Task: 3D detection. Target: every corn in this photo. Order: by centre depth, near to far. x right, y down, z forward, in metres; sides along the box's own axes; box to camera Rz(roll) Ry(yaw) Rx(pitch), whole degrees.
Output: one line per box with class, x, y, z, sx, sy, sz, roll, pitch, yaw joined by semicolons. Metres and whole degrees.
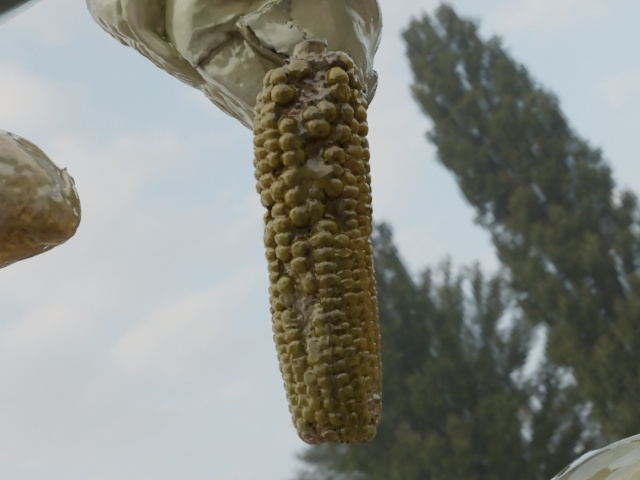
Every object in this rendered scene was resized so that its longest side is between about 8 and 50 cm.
corn;0.000;0.000;1.091;0.097;0.319;0.097;-5;-5;0

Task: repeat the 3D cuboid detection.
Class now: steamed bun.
steamed bun;-0.060;-0.247;1.461;0.237;0.394;0.347;-56;-35;2

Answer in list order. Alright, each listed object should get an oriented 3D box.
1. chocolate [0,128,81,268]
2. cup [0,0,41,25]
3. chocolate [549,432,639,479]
chocolate;-0.358;-0.034;1.207;0.309;0.134;0.134;-1;-19;13
cup;-0.193;-0.170;0.383;0.275;0.259;0.357;-34;-9;6
chocolate;0.271;0.222;0.752;0.326;0.297;0.314;-19;-13;-34
